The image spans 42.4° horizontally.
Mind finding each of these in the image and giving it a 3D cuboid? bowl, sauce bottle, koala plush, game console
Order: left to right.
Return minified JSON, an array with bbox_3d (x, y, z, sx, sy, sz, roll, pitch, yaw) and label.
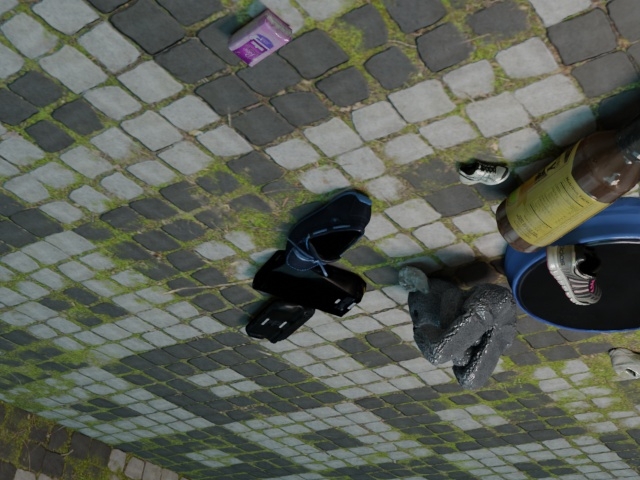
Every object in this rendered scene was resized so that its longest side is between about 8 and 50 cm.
[{"bbox_3d":[-0.070,0.140,1.802,0.213,0.044,0.361,20,145,-19],"label":"game console"},{"bbox_3d":[0.257,0.143,1.634,0.196,0.203,0.221,40,178,-39],"label":"koala plush"},{"bbox_3d":[0.418,-0.098,1.284,0.111,0.111,0.344,20,144,-22],"label":"sauce bottle"},{"bbox_3d":[0.544,0.062,1.548,0.391,0.077,0.391,4,147,3],"label":"bowl"}]

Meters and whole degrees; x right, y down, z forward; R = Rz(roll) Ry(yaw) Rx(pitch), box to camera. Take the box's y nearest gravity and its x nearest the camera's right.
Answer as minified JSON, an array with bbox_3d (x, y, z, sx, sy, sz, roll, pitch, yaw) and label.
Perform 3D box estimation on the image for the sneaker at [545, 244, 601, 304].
[{"bbox_3d":[0.456,0.058,1.423,0.075,0.063,0.170,-14,139,38],"label":"sneaker"}]

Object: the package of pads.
[{"bbox_3d":[-0.084,-0.281,1.144,0.083,0.032,0.050,-23,135,38],"label":"package of pads"}]

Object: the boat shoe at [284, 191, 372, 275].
[{"bbox_3d":[0.000,0.000,1.522,0.109,0.089,0.258,17,146,-17],"label":"boat shoe"}]

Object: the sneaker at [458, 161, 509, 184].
[{"bbox_3d":[0.268,-0.112,1.356,0.083,0.032,0.037,-6,146,17],"label":"sneaker"}]

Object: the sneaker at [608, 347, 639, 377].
[{"bbox_3d":[0.738,0.289,1.891,0.152,0.061,0.053,5,146,-2],"label":"sneaker"}]

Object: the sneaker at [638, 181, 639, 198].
[{"bbox_3d":[0.586,-0.118,1.272,0.094,0.080,0.212,0,156,-13],"label":"sneaker"}]
